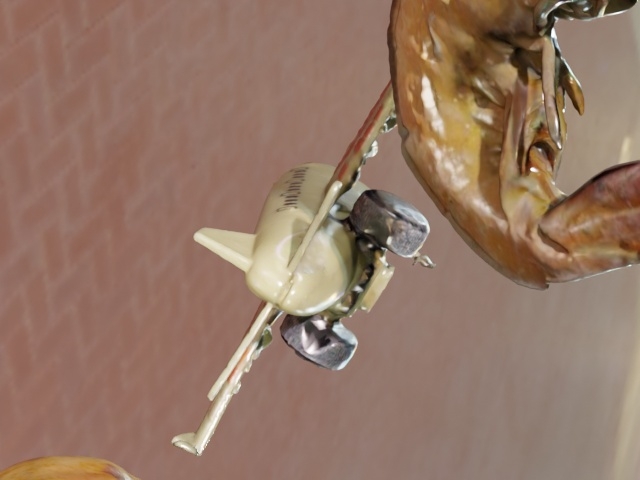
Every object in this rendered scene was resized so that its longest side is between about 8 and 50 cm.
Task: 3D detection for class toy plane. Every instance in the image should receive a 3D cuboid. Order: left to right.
[{"bbox_3d":[0.000,0.000,0.694,0.242,0.104,0.256,-61,169,15],"label":"toy plane"}]

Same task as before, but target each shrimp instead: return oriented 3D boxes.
[{"bbox_3d":[0.093,-0.063,0.414,0.251,0.052,0.143,-23,-100,66],"label":"shrimp"}]

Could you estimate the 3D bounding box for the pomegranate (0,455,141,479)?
[{"bbox_3d":[-0.147,0.227,0.744,0.207,0.207,0.207,14,90,-72],"label":"pomegranate"}]
